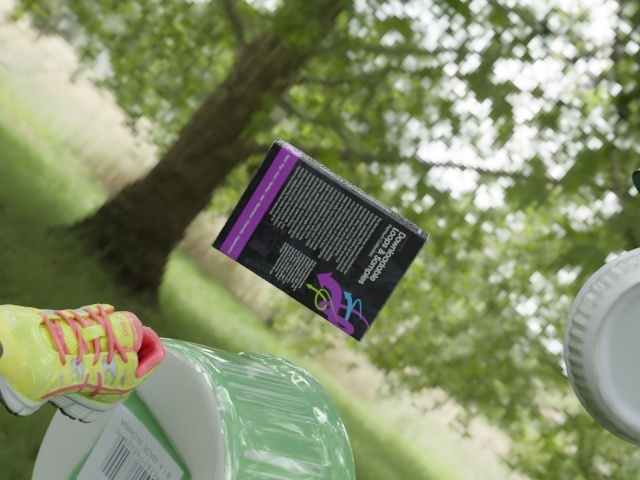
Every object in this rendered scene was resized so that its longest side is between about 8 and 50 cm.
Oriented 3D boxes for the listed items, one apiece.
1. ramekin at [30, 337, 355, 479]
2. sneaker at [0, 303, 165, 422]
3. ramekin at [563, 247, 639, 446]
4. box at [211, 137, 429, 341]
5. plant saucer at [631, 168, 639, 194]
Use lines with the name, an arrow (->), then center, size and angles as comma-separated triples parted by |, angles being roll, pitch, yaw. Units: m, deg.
ramekin -> -0.130, 0.235, 1.314 | 0.148, 0.303, 0.303 | 25, 10, -45
sneaker -> -0.180, 0.076, 1.052 | 0.081, 0.094, 0.208 | 63, 10, 16
ramekin -> 0.342, 0.107, 1.396 | 0.207, 0.207, 0.109 | 41, 4, 4
box -> 0.000, 0.000, 1.281 | 0.162, 0.116, 0.029 | 34, 18, 2
plant saucer -> 0.476, -0.060, 1.957 | 0.119, 0.021, 0.119 | 44, -10, 10
